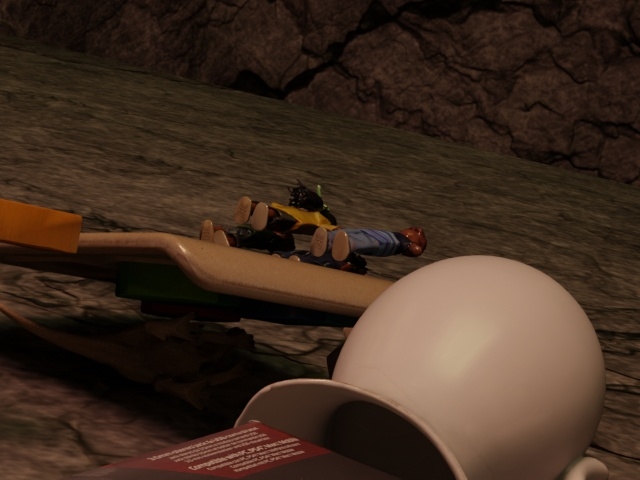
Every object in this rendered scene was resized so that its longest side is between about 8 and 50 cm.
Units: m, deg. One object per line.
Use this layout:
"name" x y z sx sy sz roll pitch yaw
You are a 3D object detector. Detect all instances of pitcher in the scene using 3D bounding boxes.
"pitcher" 0.078 0.096 0.710 0.178 0.125 0.207 36 27 13

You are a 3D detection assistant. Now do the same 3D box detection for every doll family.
"doll family" 0.000 0.000 1.240 0.193 0.076 0.111 27 13 39

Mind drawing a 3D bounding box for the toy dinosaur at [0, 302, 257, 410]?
"toy dinosaur" -0.100 0.065 0.864 0.093 0.053 0.183 1 -8 45

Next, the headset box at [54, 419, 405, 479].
"headset box" 0.009 0.141 0.344 0.293 0.110 0.218 18 12 30

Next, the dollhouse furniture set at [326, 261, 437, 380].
"dollhouse furniture set" 0.045 0.088 0.973 0.081 0.091 0.114 51 41 -1

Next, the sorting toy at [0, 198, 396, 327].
"sorting toy" -0.109 0.017 0.836 0.229 0.041 0.307 5 -5 42
